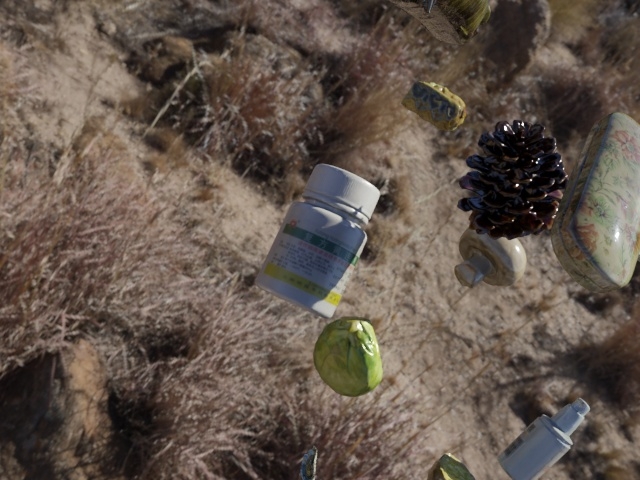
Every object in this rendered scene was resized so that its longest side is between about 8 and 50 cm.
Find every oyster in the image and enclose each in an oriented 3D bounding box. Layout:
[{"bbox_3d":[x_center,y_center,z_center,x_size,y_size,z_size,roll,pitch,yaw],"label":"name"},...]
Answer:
[{"bbox_3d":[-0.023,0.670,1.932,0.037,0.100,0.098,24,4,-20],"label":"oyster"}]

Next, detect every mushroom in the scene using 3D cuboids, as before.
[{"bbox_3d":[0.461,0.057,1.813,0.204,0.204,0.204,29,33,-21],"label":"mushroom"}]

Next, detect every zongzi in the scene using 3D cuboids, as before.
[{"bbox_3d":[0.310,-0.649,1.350,0.208,0.432,0.403,34,14,25],"label":"zongzi"}]

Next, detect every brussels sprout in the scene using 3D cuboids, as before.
[{"bbox_3d":[0.079,0.315,1.747,0.161,0.223,0.223,-11,57,-31],"label":"brussels sprout"}]

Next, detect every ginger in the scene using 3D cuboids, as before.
[{"bbox_3d":[0.273,0.628,1.472,0.126,0.190,0.354,39,42,1],"label":"ginger"}]

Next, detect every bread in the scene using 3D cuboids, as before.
[{"bbox_3d":[0.197,-0.231,1.102,0.110,0.060,0.066,30,61,-5],"label":"bread"}]

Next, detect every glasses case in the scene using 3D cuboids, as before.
[{"bbox_3d":[0.524,-0.080,1.176,0.156,0.098,0.425,43,52,-9],"label":"glasses case"}]

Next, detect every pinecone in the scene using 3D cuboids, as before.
[{"bbox_3d":[0.421,-0.141,1.432,0.292,0.247,0.246,77,9,-46],"label":"pinecone"}]

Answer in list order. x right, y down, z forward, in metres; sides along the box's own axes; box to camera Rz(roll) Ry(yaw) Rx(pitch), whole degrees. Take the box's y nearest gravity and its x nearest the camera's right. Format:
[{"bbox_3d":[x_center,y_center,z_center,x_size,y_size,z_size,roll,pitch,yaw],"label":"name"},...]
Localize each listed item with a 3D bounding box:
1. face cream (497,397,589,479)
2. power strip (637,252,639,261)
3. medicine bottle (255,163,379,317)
[{"bbox_3d":[0.548,0.477,1.563,0.101,0.251,0.101,41,9,-8],"label":"face cream"},{"bbox_3d":[0.741,0.020,1.448,0.227,0.029,0.079,17,55,-13],"label":"power strip"},{"bbox_3d":[0.000,0.000,1.593,0.208,0.339,0.208,25,-4,2],"label":"medicine bottle"}]
